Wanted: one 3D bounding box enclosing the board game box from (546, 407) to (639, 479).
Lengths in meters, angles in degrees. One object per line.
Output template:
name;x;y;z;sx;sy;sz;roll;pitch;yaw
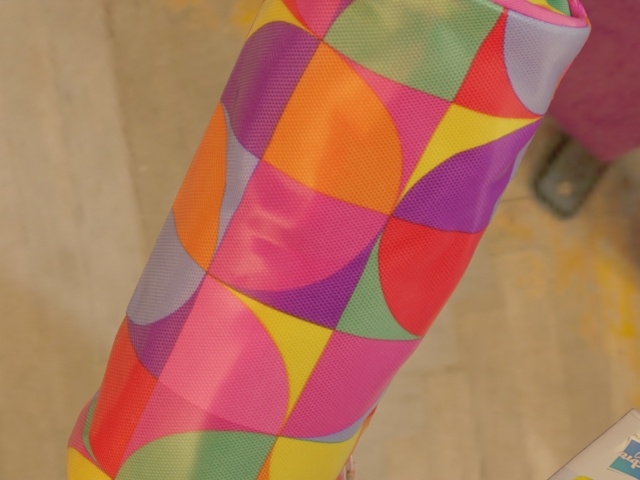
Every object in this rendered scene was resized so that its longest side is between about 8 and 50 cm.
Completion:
board game box;0.108;0.222;0.493;0.302;0.308;0.086;-33;142;-37

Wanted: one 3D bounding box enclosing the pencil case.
pencil case;0.000;0.000;0.605;0.104;0.104;0.236;10;121;-27
